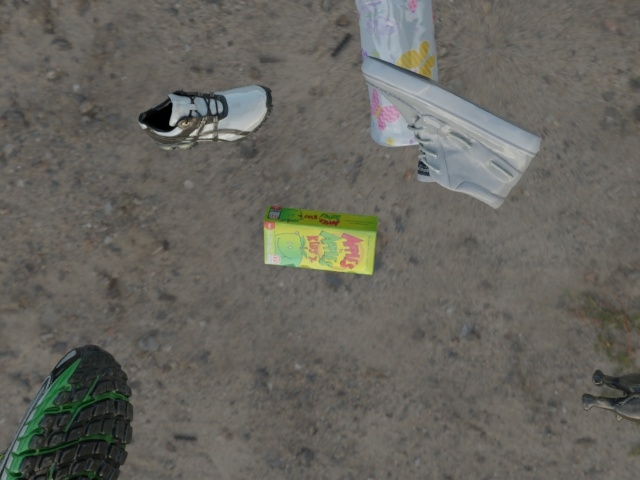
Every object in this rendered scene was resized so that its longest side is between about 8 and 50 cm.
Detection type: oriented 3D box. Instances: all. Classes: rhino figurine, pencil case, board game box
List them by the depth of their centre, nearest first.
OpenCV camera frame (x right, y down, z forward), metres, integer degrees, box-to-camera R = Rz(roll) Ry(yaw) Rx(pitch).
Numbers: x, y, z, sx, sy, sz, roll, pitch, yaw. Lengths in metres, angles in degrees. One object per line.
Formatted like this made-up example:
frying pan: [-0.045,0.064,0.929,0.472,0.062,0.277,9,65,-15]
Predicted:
rhino figurine: [0.482,0.236,1.181,0.106,0.243,0.073,-3,73,45]
pencil case: [0.116,-0.279,1.245,0.113,0.124,0.273,-25,123,-24]
board game box: [0.000,0.000,1.336,0.181,0.043,0.092,6,128,5]

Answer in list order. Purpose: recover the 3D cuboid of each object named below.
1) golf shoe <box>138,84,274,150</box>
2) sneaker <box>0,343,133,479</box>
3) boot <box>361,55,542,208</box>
golf shoe: [-0.165,-0.178,1.160,0.198,0.094,0.077,-17,75,17]
sneaker: [-0.325,0.257,0.864,0.146,0.134,0.344,31,92,34]
boot: [0.150,-0.134,1.065,0.258,0.095,0.123,26,107,-5]
